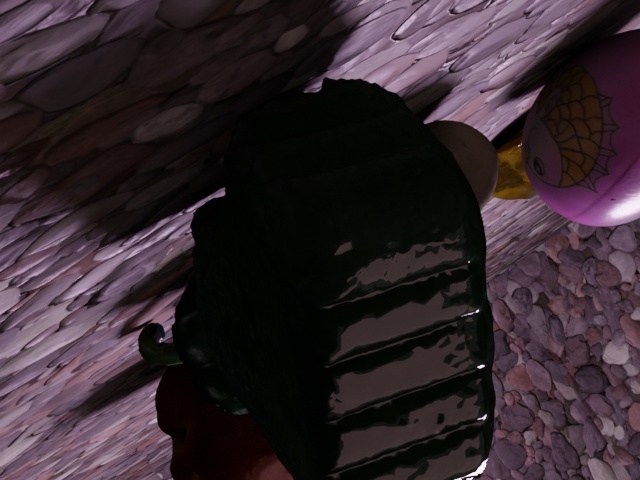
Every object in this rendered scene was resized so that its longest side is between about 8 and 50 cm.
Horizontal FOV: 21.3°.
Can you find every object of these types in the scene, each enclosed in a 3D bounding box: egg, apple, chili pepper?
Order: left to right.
[{"bbox_3d":[-0.079,0.101,1.776,0.261,0.165,0.174,-27,-173,30],"label":"chili pepper"},{"bbox_3d":[-0.056,0.228,2.258,0.316,0.288,0.288,-21,169,-21],"label":"apple"},{"bbox_3d":[0.338,-0.131,1.896,0.196,0.196,0.271,-25,157,-47],"label":"egg"}]

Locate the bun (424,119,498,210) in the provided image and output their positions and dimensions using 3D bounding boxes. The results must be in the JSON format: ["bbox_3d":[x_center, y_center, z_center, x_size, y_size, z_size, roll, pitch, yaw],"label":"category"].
[{"bbox_3d":[0.088,-0.047,1.678,0.173,0.113,0.166,-56,-169,-33],"label":"bun"}]

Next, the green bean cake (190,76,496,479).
[{"bbox_3d":[0.012,0.020,1.327,0.169,0.300,0.308,-17,127,-16],"label":"green bean cake"}]

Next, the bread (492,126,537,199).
[{"bbox_3d":[0.294,-0.120,2.175,0.160,0.088,0.233,-33,177,-40],"label":"bread"}]
